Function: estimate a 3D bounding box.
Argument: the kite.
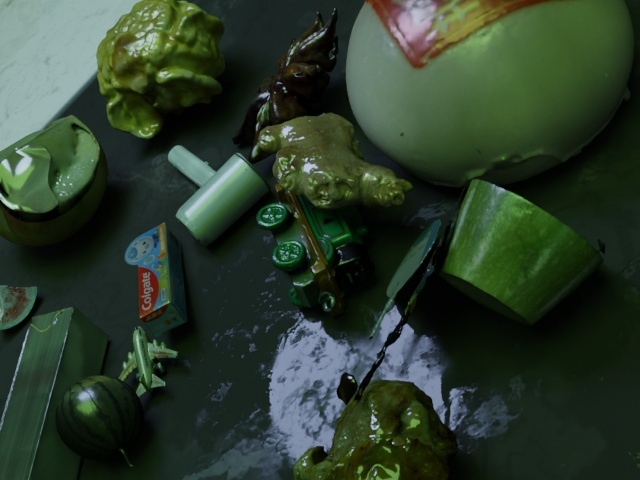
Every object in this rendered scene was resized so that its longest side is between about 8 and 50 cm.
[{"bbox_3d":[0.101,0.060,1.030,0.015,0.152,0.285,26,37,8],"label":"kite"}]

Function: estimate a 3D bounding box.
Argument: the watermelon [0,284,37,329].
[{"bbox_3d":[-0.480,0.096,1.466,0.085,0.061,0.085,-18,37,14],"label":"watermelon"}]

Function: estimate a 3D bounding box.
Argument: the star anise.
[{"bbox_3d":[-0.029,-0.221,1.436,0.272,0.103,0.272,-48,23,28],"label":"star anise"}]

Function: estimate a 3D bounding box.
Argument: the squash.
[{"bbox_3d":[0.213,0.015,1.046,0.170,0.170,0.122,28,84,43],"label":"squash"}]

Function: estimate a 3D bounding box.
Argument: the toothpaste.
[{"bbox_3d":[-0.232,0.057,1.339,0.070,0.044,0.193,-28,35,8],"label":"toothpaste"}]

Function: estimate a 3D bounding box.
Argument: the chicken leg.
[{"bbox_3d":[0.027,0.301,0.924,0.212,0.140,0.361,-9,46,54],"label":"chicken leg"}]

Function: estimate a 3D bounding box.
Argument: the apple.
[{"bbox_3d":[-0.436,-0.089,1.523,0.207,0.173,0.188,18,45,42],"label":"apple"}]

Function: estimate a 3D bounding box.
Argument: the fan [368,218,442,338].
[{"bbox_3d":[0.098,0.046,1.138,0.175,0.005,0.113,-58,5,-27],"label":"fan"}]

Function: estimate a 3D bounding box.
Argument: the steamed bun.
[{"bbox_3d":[0.199,-0.257,1.226,0.375,0.241,0.374,-19,43,18],"label":"steamed bun"}]

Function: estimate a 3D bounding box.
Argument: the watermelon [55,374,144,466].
[{"bbox_3d":[-0.268,0.230,1.196,0.105,0.105,0.133,-42,66,-6],"label":"watermelon"}]

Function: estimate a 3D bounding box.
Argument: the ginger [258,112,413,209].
[{"bbox_3d":[0.010,-0.091,1.220,0.138,0.074,0.213,-26,51,-19],"label":"ginger"}]

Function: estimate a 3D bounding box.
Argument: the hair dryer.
[{"bbox_3d":[-0.185,-0.091,1.443,0.131,0.073,0.236,-44,41,-6],"label":"hair dryer"}]

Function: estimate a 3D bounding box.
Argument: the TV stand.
[{"bbox_3d":[-0.357,0.225,1.260,0.083,0.088,0.269,-15,47,23],"label":"TV stand"}]

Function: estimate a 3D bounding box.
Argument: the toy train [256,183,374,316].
[{"bbox_3d":[0.000,0.000,1.234,0.136,0.091,0.227,-25,44,-3],"label":"toy train"}]

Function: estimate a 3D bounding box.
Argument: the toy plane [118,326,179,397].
[{"bbox_3d":[-0.233,0.161,1.273,0.102,0.040,0.111,-25,44,8],"label":"toy plane"}]

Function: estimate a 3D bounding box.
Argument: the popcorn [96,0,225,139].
[{"bbox_3d":[-0.259,-0.285,1.571,0.235,0.181,0.216,-11,50,30],"label":"popcorn"}]
